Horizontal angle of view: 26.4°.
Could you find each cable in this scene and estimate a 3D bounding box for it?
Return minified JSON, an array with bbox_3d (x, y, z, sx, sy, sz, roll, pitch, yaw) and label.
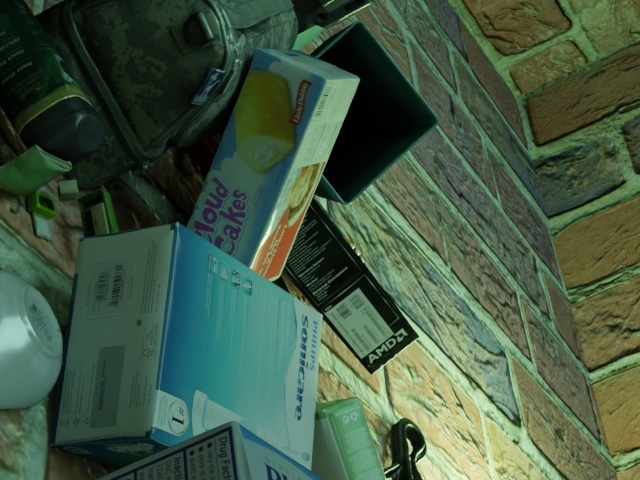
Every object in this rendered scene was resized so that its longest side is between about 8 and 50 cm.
[{"bbox_3d":[0.109,0.347,1.971,0.139,0.072,0.287,37,17,-22],"label":"cable"}]

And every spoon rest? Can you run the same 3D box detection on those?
[{"bbox_3d":[-0.294,0.099,1.193,0.137,0.084,0.276,64,6,-6],"label":"spoon rest"}]

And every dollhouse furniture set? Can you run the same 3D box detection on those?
[{"bbox_3d":[-0.269,-0.037,1.389,0.152,0.076,0.058,29,42,-60],"label":"dollhouse furniture set"}]

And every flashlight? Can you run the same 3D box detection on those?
[{"bbox_3d":[-0.084,-0.302,1.832,0.103,0.304,0.103,48,25,-37],"label":"flashlight"}]

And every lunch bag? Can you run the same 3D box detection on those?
[{"bbox_3d":[-0.174,-0.212,1.570,0.212,0.256,0.305,62,20,-7],"label":"lunch bag"}]

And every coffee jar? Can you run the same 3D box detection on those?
[{"bbox_3d":[-0.297,-0.163,1.401,0.184,0.079,0.096,56,1,15],"label":"coffee jar"}]

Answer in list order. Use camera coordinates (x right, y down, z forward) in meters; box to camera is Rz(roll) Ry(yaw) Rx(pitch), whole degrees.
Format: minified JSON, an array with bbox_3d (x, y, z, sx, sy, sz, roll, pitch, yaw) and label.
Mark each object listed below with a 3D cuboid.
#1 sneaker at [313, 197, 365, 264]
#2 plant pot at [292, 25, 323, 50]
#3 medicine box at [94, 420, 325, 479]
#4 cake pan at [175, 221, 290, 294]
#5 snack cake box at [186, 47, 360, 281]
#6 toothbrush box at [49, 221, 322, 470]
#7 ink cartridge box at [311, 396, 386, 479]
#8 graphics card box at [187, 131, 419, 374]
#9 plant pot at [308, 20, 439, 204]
[{"bbox_3d":[0.000,0.000,2.031,0.215,0.084,0.083,61,-2,-33],"label":"sneaker"},{"bbox_3d":[-0.097,-0.395,2.013,0.293,0.235,0.293,52,24,-34],"label":"plant pot"},{"bbox_3d":[-0.104,0.300,1.092,0.263,0.289,0.149,42,30,-47],"label":"medicine box"},{"bbox_3d":[-0.098,0.102,1.693,0.293,0.054,0.293,52,24,-34],"label":"cake pan"},{"bbox_3d":[-0.059,-0.080,1.545,0.089,0.264,0.152,25,12,10],"label":"snack cake box"},{"bbox_3d":[-0.124,0.137,1.399,0.295,0.126,0.216,34,54,-53],"label":"toothbrush box"},{"bbox_3d":[0.017,0.303,1.551,0.056,0.171,0.235,-17,87,-31],"label":"ink cartridge box"},{"bbox_3d":[-0.031,-0.010,1.824,0.371,0.094,0.233,50,0,-34],"label":"graphics card box"},{"bbox_3d":[0.006,-0.162,1.781,0.165,0.166,0.234,51,-11,-13],"label":"plant pot"}]
